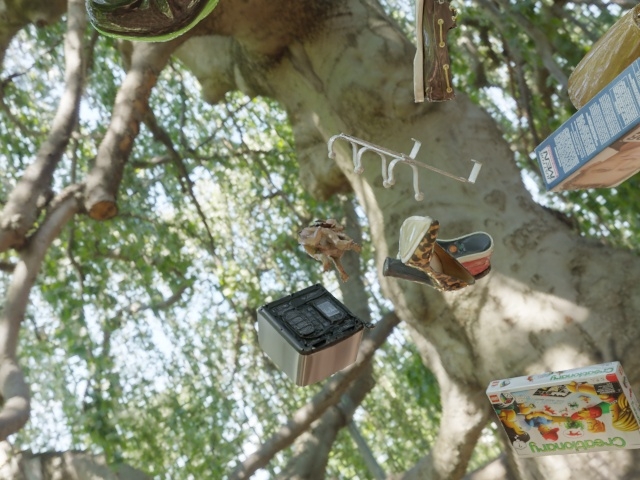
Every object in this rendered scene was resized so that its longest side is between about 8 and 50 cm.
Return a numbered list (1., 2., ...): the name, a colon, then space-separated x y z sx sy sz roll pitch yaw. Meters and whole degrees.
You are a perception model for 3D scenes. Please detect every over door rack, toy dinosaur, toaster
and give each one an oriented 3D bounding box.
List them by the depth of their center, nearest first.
1. toaster: -0.014 0.190 1.445 0.168 0.185 0.110 -21 -46 -33
2. over door rack: 0.207 -0.183 1.767 0.324 0.239 0.108 -3 -67 -41
3. toy dinosaur: 0.000 0.000 1.984 0.127 0.200 0.295 -54 -25 7

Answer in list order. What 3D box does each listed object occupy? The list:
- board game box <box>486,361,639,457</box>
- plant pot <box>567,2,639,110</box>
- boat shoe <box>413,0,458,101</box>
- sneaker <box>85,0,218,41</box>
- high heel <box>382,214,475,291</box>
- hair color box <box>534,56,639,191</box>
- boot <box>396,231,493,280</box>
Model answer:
1. board game box: 0.552 0.387 1.600 0.305 0.193 0.053 -20 14 37
2. plant pot: 0.750 -0.432 1.698 0.237 0.237 0.254 -27 -24 -15
3. boat shoe: 0.261 -0.479 1.610 0.096 0.325 0.116 1 11 8
4. sneaker: -0.193 -0.455 1.072 0.482 0.185 0.202 -16 -20 30
5. high heel: 0.235 0.024 1.324 0.186 0.093 0.261 9 -23 -6
6. hair color box: 0.569 -0.208 1.311 0.173 0.105 0.347 -5 -19 -17
7. boot: 0.323 0.065 1.841 0.244 0.088 0.176 -9 -31 5
